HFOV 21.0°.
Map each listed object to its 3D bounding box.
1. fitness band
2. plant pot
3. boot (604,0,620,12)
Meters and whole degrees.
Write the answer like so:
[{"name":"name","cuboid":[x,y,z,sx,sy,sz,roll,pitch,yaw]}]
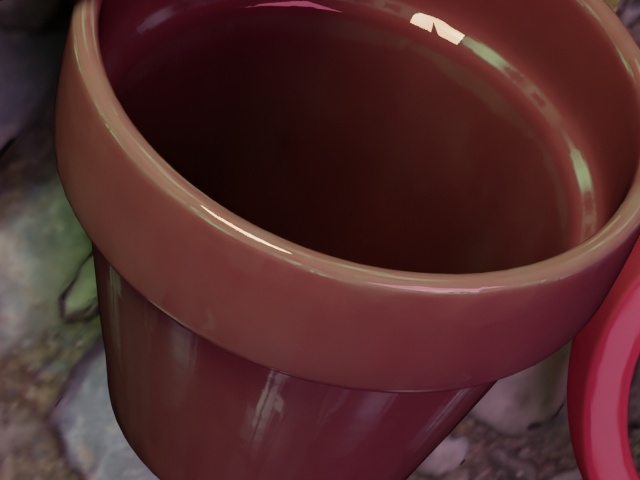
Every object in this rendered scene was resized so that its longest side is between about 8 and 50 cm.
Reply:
[{"name":"fitness band","cuboid":[0.266,0.078,0.874,0.290,0.054,0.209,4,104,-8]},{"name":"plant pot","cuboid":[0.000,0.000,0.616,0.201,0.201,0.180,-16,143,-29]},{"name":"boot","cuboid":[0.119,-0.149,0.690,0.158,0.059,0.085,-40,131,-7]}]
